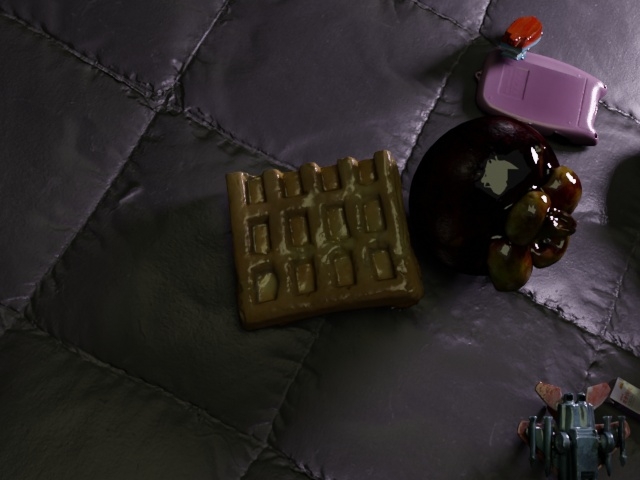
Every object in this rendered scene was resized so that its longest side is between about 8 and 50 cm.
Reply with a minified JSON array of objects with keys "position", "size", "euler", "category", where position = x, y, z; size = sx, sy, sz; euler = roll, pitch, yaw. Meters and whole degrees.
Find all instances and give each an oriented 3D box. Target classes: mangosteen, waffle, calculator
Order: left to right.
[{"position":[0.000,0.000,1.757],"size":[0.348,0.077,0.304],"euler":[-10,73,6],"category":"waffle"},{"position":[0.331,-0.066,1.755],"size":[0.307,0.306,0.347],"euler":[-32,46,-20],"category":"mangosteen"},{"position":[0.472,-0.316,2.032],"size":[0.294,0.043,0.194],"euler":[18,68,-2],"category":"calculator"}]

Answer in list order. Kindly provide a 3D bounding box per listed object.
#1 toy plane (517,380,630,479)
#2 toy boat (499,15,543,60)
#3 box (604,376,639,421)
[{"position":[0.472,0.421,1.724],"size":[0.223,0.104,0.326],"euler":[2,70,-11],"category":"toy plane"},{"position":[0.433,-0.435,2.035],"size":[0.069,0.058,0.173],"euler":[23,39,17],"category":"toy boat"},{"position":[0.608,0.314,1.825],"size":[0.117,0.036,0.050],"euler":[29,66,1],"category":"box"}]
